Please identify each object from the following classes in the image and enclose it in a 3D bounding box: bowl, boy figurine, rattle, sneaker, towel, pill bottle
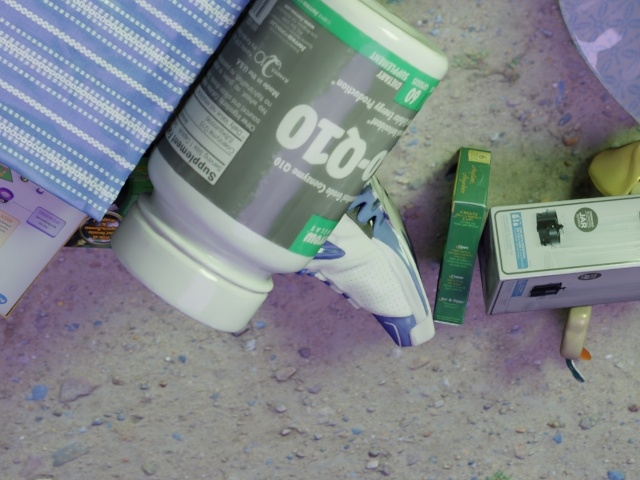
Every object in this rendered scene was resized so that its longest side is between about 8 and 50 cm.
[{"bbox_3d":[0.405,-0.236,1.873,0.156,0.289,0.289,-40,133,-15],"label":"bowl"},{"bbox_3d":[0.462,-0.094,2.118,0.285,0.092,0.177,-4,138,-15],"label":"boy figurine"},{"bbox_3d":[0.282,0.098,2.244,0.142,0.130,0.200,-2,157,-1],"label":"rattle"},{"bbox_3d":[0.000,-0.001,2.054,0.182,0.127,0.315,-23,125,9],"label":"sneaker"},{"bbox_3d":[-0.222,-0.211,1.768,0.243,0.040,0.336,33,94,-25],"label":"towel"},{"bbox_3d":[-0.048,-0.097,1.843,0.204,0.204,0.361,28,104,-33],"label":"pill bottle"}]

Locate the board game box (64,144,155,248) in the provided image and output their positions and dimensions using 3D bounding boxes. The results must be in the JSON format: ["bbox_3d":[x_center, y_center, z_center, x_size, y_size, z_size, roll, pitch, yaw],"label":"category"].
[{"bbox_3d":[-0.239,-0.049,1.996,0.259,0.030,0.136,3,126,-18],"label":"board game box"}]

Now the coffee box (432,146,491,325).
[{"bbox_3d":[0.166,-0.005,2.092,0.040,0.113,0.184,10,130,3],"label":"coffee box"}]

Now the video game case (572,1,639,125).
[{"bbox_3d":[0.386,-0.218,2.038,0.143,0.019,0.157,-36,130,15],"label":"video game case"}]

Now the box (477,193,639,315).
[{"bbox_3d":[0.336,0.013,2.076,0.290,0.087,0.169,-6,163,-3],"label":"box"}]

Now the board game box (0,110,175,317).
[{"bbox_3d":[-0.341,-0.095,1.871,0.242,0.064,0.316,32,112,-26],"label":"board game box"}]
